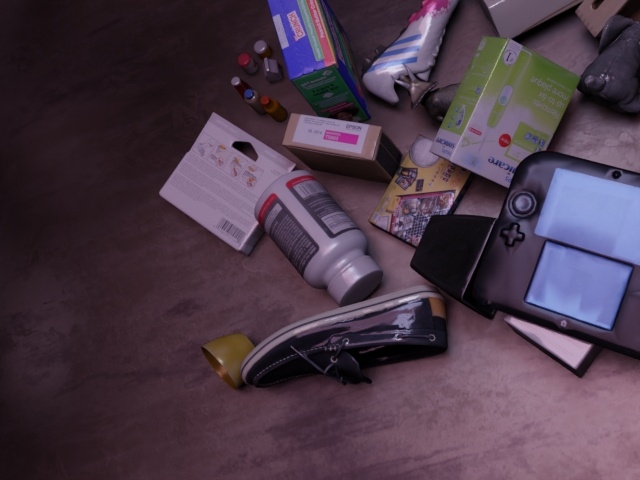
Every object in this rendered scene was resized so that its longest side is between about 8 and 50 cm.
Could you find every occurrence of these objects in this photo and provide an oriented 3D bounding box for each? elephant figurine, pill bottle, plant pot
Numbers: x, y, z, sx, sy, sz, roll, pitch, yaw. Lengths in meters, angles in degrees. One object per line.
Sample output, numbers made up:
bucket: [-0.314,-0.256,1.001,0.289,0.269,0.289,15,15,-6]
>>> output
elephant figurine: [0.670,-0.411,1.791,0.169,0.186,0.240,26,100,-10]
pill bottle: [0.000,0.000,1.934,0.176,0.176,0.318,-42,66,5]
plant pot: [0.311,0.043,1.817,0.167,0.187,0.188,20,83,36]
plant pot: [-0.208,0.276,1.975,0.095,0.134,0.134,-39,64,-20]

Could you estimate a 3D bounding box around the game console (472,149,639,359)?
game console: [0.527,0.019,1.609,0.386,0.060,0.342,19,82,26]

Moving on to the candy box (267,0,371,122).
candy box: [-0.002,-0.446,1.973,0.122,0.317,0.268,-20,71,14]

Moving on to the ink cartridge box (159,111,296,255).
ink cartridge box: [-0.231,-0.147,2.116,0.296,0.066,0.261,34,89,24]

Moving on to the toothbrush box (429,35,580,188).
toothbrush box: [0.401,-0.274,1.806,0.283,0.206,0.122,-64,22,9]

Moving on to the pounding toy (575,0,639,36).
pounding toy: [0.704,-0.554,1.833,0.094,0.206,0.181,62,143,22]

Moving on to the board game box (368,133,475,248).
board game box: [0.244,-0.109,1.946,0.165,0.042,0.243,30,88,24]

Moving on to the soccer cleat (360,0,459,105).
soccer cleat: [0.246,-0.473,2.017,0.143,0.116,0.331,44,93,3]

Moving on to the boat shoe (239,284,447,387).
boat shoe: [0.053,0.249,1.849,0.499,0.187,0.156,-19,65,9]

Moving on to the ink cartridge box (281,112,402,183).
ink cartridge box: [0.055,-0.217,1.961,0.234,0.193,0.088,13,81,22]

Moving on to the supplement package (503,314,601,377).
supplement package: [0.546,0.110,1.707,0.177,0.175,0.293,37,90,26]

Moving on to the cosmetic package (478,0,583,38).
cosmetic package: [0.522,-0.606,1.908,0.309,0.113,0.160,-26,42,13]

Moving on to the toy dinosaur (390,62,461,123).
toy dinosaur: [0.327,-0.320,1.907,0.313,0.160,0.121,5,78,22]

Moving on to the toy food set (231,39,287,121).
toy food set: [-0.166,-0.422,2.142,0.111,0.104,0.232,-15,72,16]
